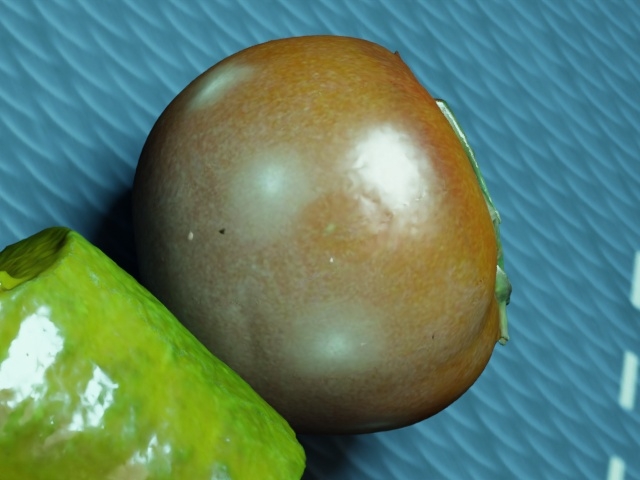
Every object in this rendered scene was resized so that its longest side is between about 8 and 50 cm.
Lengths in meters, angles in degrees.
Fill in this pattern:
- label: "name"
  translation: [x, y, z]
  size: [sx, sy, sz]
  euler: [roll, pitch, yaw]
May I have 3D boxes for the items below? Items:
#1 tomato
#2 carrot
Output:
- label: "tomato"
  translation: [0.000, 0.000, 1.168]
  size: [0.224, 0.256, 0.255]
  euler: [-14, 77, -3]
- label: "carrot"
  translation: [-0.170, 0.117, 1.010]
  size: [0.341, 0.241, 0.241]
  euler: [42, 53, -20]
